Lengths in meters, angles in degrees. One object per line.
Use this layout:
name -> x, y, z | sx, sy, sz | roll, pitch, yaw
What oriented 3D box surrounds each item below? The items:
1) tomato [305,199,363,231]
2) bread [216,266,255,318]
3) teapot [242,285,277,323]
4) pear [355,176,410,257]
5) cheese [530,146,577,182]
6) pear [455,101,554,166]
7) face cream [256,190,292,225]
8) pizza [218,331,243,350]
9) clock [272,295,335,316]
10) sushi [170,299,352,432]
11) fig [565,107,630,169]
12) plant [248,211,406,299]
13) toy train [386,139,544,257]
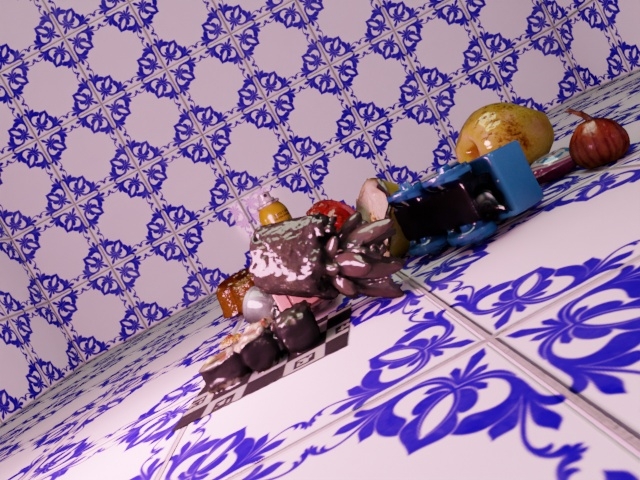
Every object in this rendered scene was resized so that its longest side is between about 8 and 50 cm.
tomato -> 0.015, 0.018, 1.385 | 0.233, 0.200, 0.139 | -40, -19, -16
bread -> -0.258, 0.185, 1.868 | 0.246, 0.135, 0.232 | -27, 17, -8
teapot -> -0.139, 0.187, 1.440 | 0.108, 0.111, 0.149 | 3, -12, 27
pear -> 0.206, -0.057, 1.377 | 0.178, 0.267, 0.267 | -10, -1, -17
cheese -> 0.631, -0.212, 1.347 | 0.244, 0.062, 0.155 | -30, 3, -25
pear -> 0.530, -0.271, 1.477 | 0.271, 0.271, 0.271 | -28, 4, 2
face cream -> -0.114, -0.006, 1.734 | 0.105, 0.349, 0.105 | -28, 4, 2
pizza -> -0.260, 0.282, 1.458 | 0.083, 0.025, 0.078 | -23, 5, 44
clock -> -0.037, 0.131, 1.231 | 0.166, 0.093, 0.162 | -30, -17, -8
sushi -> -0.125, 0.203, 1.047 | 0.373, 0.100, 0.296 | -28, 5, 7
fig -> 0.633, -0.232, 1.191 | 0.128, 0.150, 0.128 | -19, -35, -14
plant -> 0.018, 0.032, 1.058 | 0.320, 0.182, 0.194 | -5, -15, 17
toy train -> 0.322, -0.092, 1.160 | 0.265, 0.188, 0.300 | -26, 1, -28
